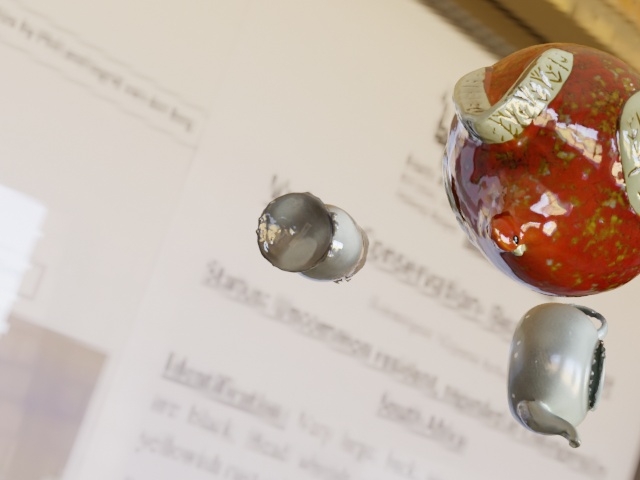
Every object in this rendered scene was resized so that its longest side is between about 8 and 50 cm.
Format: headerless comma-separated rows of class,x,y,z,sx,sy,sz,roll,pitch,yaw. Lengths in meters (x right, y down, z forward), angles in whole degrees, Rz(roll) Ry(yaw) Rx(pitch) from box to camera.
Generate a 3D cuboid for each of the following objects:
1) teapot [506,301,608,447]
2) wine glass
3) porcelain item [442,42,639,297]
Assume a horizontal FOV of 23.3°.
teapot,0.346,0.187,2.254,0.129,0.294,0.193,7,-52,20
wine glass,0.000,0.000,1.902,0.103,0.103,0.222,16,-1,16
porcelain item,0.211,-0.057,1.447,0.253,0.253,0.253,18,-11,4
